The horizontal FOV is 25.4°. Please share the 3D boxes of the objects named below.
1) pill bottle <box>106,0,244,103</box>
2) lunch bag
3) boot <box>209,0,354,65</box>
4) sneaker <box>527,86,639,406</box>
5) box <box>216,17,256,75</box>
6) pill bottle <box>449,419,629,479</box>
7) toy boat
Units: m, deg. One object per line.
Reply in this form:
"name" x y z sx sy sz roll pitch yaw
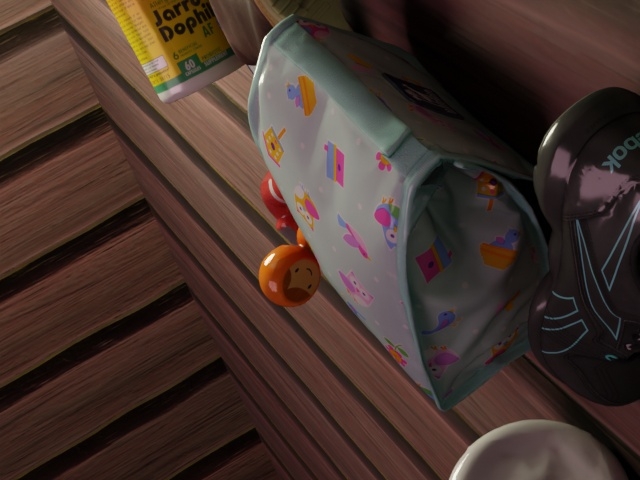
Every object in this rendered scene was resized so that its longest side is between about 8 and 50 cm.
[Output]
"pill bottle" -0.174 -0.269 1.589 0.208 0.118 0.117 63 168 -11
"lunch bag" 0.063 -0.037 1.091 0.223 0.160 0.262 50 170 41
"boot" -0.061 -0.227 1.243 0.207 0.090 0.248 26 154 49
"sneaker" 0.190 0.032 0.876 0.106 0.101 0.267 47 163 39
"box" -0.033 -0.170 1.444 0.225 0.036 0.136 57 168 11
"pill bottle" 0.200 0.293 1.298 0.162 0.162 0.278 52 165 33
"toy boat" 0.000 0.000 1.366 0.151 0.151 0.231 41 165 -9
